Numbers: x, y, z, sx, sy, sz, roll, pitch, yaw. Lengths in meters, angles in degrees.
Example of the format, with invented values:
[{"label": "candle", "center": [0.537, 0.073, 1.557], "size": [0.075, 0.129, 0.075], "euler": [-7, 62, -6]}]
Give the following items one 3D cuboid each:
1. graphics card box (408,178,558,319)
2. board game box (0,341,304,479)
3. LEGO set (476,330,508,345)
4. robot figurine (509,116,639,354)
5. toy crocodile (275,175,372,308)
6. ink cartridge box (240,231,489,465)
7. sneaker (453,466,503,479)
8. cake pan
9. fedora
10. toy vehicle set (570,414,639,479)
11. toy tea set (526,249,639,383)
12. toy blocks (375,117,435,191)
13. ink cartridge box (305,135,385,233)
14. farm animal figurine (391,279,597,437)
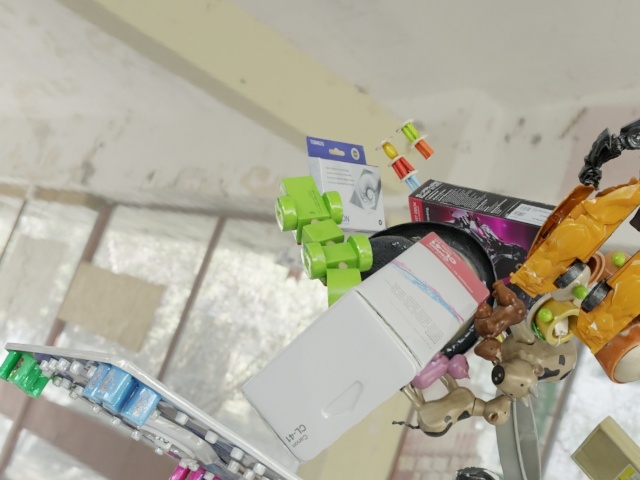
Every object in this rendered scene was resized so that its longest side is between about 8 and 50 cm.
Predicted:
[{"label": "graphics card box", "center": [0.353, 0.026, 1.948], "size": [0.371, 0.094, 0.232], "euler": [16, -52, 38]}, {"label": "board game box", "center": [-0.199, 0.260, 1.263], "size": [0.390, 0.050, 0.390], "euler": [40, -24, -27]}, {"label": "LEGO set", "center": [0.418, 0.199, 2.266], "size": [0.132, 0.107, 0.287], "euler": [57, -5, 33]}, {"label": "robot figurine", "center": [0.372, -0.013, 1.168], "size": [0.211, 0.291, 0.085], "euler": [43, 28, 8]}, {"label": "toy crocodile", "center": [0.000, 0.000, 1.748], "size": [0.115, 0.105, 0.340], "euler": [-10, 43, -19]}, {"label": "ink cartridge box", "center": [0.069, 0.130, 1.276], "size": [0.131, 0.226, 0.306], "euler": [50, 26, 8]}, {"label": "sneaker", "center": [0.348, 0.601, 2.074], "size": [0.107, 0.124, 0.283], "euler": [-8, -53, 17]}, {"label": "cake pan", "center": [0.462, 0.463, 2.300], "size": [0.054, 0.293, 0.293], "euler": [-10, -21, 19]}, {"label": "fedora", "center": [0.150, 0.086, 1.822], "size": [0.334, 0.334, 0.152], "euler": [13, -11, 34]}, {"label": "toy vehicle set", "center": [0.634, 0.497, 1.978], "size": [0.267, 0.035, 0.166], "euler": [50, -29, 23]}, {"label": "toy tea set", "center": [0.429, 0.110, 1.437], "size": [0.336, 0.200, 0.124], "euler": [16, 26, -39]}, {"label": "toy blocks", "center": [0.215, -0.193, 2.291], "size": [0.148, 0.123, 0.054], "euler": [53, 28, 6]}, {"label": "ink cartridge box", "center": [0.061, -0.130, 2.281], "size": [0.045, 0.223, 0.223], "euler": [-14, -10, 40]}, {"label": "farm animal figurine", "center": [0.319, 0.218, 1.678], "size": [0.327, 0.172, 0.330], "euler": [-12, -33, -32]}]
